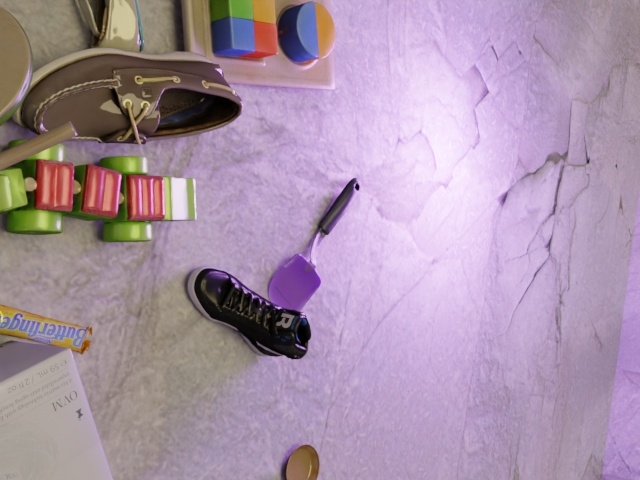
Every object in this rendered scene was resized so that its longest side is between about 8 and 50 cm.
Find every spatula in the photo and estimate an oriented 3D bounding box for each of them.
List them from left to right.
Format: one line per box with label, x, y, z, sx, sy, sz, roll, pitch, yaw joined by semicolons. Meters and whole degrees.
spatula;0.000;0.000;1.408;0.084;0.030;0.296;51;53;-32

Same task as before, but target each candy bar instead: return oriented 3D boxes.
candy bar;-0.351;0.107;1.011;0.161;0.018;0.040;25;70;-45

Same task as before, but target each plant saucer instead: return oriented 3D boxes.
plant saucer;-0.033;0.382;1.369;0.083;0.015;0.083;2;88;-50

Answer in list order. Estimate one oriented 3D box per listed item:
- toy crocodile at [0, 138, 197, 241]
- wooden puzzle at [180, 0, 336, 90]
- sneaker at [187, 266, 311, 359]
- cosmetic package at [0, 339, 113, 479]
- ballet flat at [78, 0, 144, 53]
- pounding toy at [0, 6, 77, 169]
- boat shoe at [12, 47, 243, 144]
toy crocodile;-0.284;-0.058;1.027;0.340;0.105;0.115;5;85;-49
wooden puzzle;-0.079;-0.409;1.294;0.348;0.080;0.322;-7;94;-49
sneaker;-0.091;0.105;1.231;0.217;0.121;0.079;44;56;-39
cosmetic package;-0.367;0.260;0.898;0.224;0.138;0.224;-29;111;-46
ballet flat;-0.282;-0.361;1.066;0.086;0.086;0.248;-12;99;-49
pounding toy;-0.387;-0.147;0.900;0.183;0.110;0.237;-30;75;-15
boat shoe;-0.237;-0.178;1.065;0.324;0.097;0.116;-19;144;-50
